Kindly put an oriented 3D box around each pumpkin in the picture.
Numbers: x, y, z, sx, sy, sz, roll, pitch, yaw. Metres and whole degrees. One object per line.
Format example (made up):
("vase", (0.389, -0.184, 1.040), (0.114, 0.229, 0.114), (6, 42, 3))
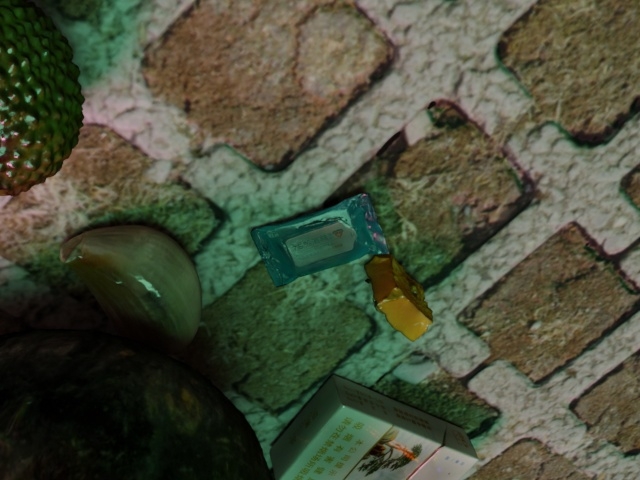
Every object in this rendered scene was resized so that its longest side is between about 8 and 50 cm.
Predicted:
("pumpkin", (0.085, 0.066, 1.006), (0.054, 0.074, 0.083), (-32, 125, 17))
("pumpkin", (-0.257, 0.292, 0.917), (0.454, 0.344, 0.454), (-1, 132, -1))

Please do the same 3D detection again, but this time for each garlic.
("garlic", (-0.190, 0.068, 0.953), (0.128, 0.090, 0.198), (-8, 134, 11))

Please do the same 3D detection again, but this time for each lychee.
("lychee", (-0.275, -0.127, 0.748), (0.171, 0.171, 0.171), (-6, 125, -9))

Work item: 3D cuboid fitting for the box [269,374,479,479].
("box", (0.071, 0.280, 1.156), (0.233, 0.067, 0.149), (26, 116, -27))

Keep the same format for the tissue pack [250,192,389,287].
("tissue pack", (0.000, 0.000, 0.972), (0.138, 0.028, 0.085), (-19, 123, 6))
